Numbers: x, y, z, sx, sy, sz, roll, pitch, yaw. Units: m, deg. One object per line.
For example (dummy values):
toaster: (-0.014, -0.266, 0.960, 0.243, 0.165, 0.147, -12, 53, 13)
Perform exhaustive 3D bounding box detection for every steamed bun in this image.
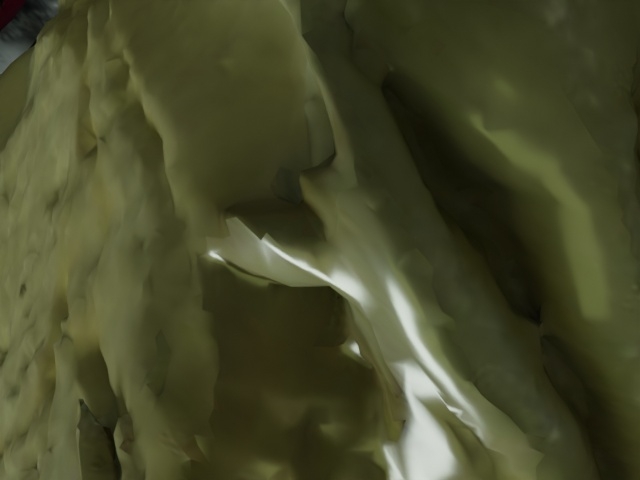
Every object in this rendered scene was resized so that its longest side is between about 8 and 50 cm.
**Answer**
steamed bun: (0.002, 0.001, 0.534, 0.230, 0.324, 0.372, 9, 132, -27)

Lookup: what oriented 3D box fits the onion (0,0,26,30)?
onion: (-0.165, -0.140, 0.655, 0.140, 0.195, 0.218, 6, -149, -42)
